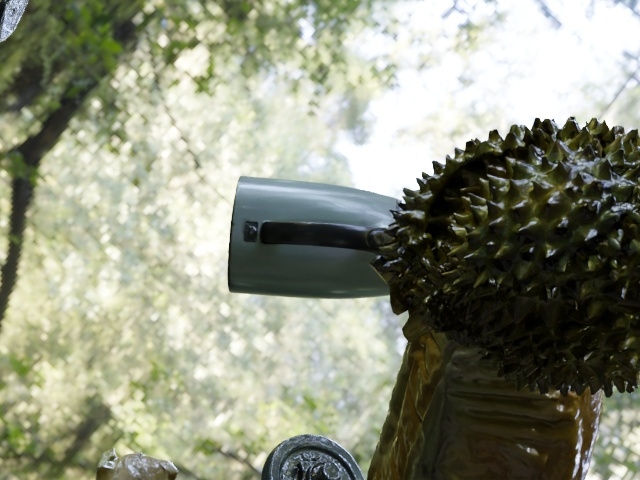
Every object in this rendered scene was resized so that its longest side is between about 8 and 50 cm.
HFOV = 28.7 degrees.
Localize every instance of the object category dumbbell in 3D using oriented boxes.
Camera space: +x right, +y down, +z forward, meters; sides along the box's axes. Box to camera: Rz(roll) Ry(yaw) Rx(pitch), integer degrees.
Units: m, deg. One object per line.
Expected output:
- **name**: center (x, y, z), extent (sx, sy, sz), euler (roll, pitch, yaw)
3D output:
- **dumbbell**: center (-0.063, 0.459, 2.020), extent (0.179, 0.179, 0.406), euler (39, -44, 3)

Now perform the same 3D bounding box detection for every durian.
- **durian**: center (0.205, 0.005, 1.096), extent (0.293, 0.258, 0.258), euler (5, -41, 37)

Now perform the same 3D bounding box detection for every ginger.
- **ginger**: center (-0.278, 0.407, 1.861), extent (0.123, 0.193, 0.115), euler (5, 16, -8)

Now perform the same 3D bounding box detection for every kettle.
- **kettle**: center (0.000, 0.000, 1.667), extent (0.237, 0.161, 0.221), euler (6, -5, 1)

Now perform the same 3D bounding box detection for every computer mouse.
- **computer mouse**: center (-0.407, -0.318, 1.614), extent (0.047, 0.135, 0.079), euler (25, -15, -1)

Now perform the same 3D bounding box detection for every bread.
- **bread**: center (0.175, 0.233, 1.376), extent (0.183, 0.236, 0.388), euler (6, -58, -15)
